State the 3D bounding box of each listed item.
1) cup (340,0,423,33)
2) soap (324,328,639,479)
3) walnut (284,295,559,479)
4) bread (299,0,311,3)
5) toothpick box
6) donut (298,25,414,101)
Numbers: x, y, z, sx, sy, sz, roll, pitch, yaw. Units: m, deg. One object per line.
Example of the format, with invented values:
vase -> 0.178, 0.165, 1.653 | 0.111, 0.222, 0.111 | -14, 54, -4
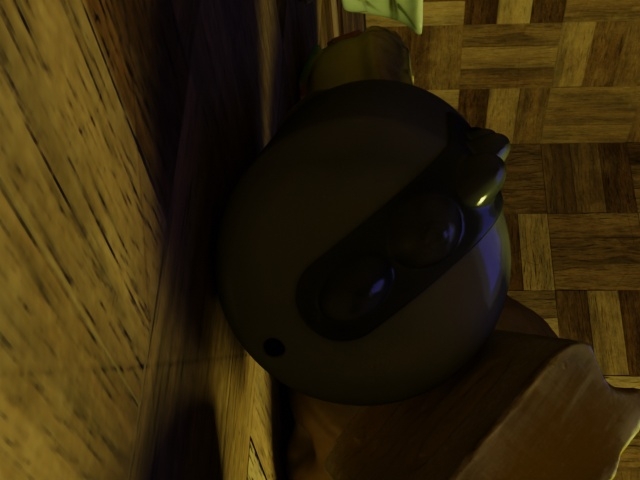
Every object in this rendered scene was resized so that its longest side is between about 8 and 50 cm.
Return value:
cup -> 0.084, -0.506, 1.565 | 0.347, 0.163, 0.347 | -1, 90, -85
soap -> 0.100, 0.146, 0.684 | 0.173, 0.089, 0.274 | -48, -174, -9
walnut -> 0.115, 0.215, 1.080 | 0.383, 0.384, 0.383 | 0, 90, -85
bread -> 0.012, -0.366, 1.146 | 0.147, 0.127, 0.152 | 66, 42, -78
toothpick box -> 0.044, -0.010, 0.724 | 0.316, 0.229, 0.229 | -69, 158, -75
donut -> 0.065, -0.116, 1.257 | 0.371, 0.150, 0.307 | 62, 21, -71
